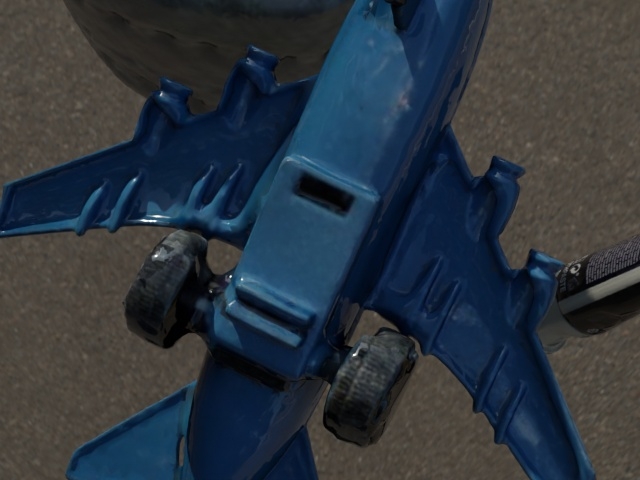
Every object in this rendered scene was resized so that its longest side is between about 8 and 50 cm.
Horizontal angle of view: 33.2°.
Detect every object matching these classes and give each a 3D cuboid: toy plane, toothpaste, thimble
[{"bbox_3d":[0.000,0.000,0.394,0.254,0.105,0.271,25,109,9],"label":"toy plane"},{"bbox_3d":[0.186,0.014,0.589,0.045,0.193,0.071,51,47,-3],"label":"toothpaste"},{"bbox_3d":[-0.038,-0.178,0.564,0.245,0.157,0.217,35,78,12],"label":"thimble"}]
